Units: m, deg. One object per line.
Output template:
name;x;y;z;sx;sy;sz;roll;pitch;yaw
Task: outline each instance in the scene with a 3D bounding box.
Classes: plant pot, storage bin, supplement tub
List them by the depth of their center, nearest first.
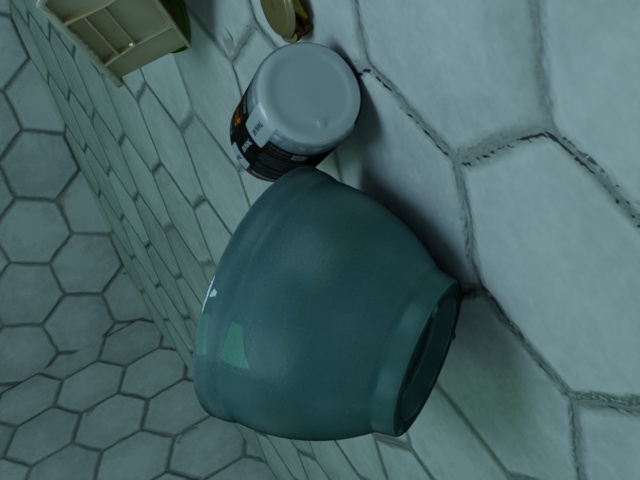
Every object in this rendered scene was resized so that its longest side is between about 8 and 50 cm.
plant pot;0.029;0.091;0.873;0.196;0.293;0.293;21;144;22
supplement tub;-0.036;-0.132;0.915;0.117;0.117;0.190;61;160;2
storage bin;-0.299;-0.379;1.054;0.260;0.123;0.262;52;-166;-75

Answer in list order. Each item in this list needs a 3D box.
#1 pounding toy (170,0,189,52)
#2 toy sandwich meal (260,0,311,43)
pounding toy;-0.304;-0.366;1.280;0.237;0.110;0.183;31;144;55
toy sandwich meal;-0.038;-0.255;0.889;0.085;0.029;0.086;52;156;35
